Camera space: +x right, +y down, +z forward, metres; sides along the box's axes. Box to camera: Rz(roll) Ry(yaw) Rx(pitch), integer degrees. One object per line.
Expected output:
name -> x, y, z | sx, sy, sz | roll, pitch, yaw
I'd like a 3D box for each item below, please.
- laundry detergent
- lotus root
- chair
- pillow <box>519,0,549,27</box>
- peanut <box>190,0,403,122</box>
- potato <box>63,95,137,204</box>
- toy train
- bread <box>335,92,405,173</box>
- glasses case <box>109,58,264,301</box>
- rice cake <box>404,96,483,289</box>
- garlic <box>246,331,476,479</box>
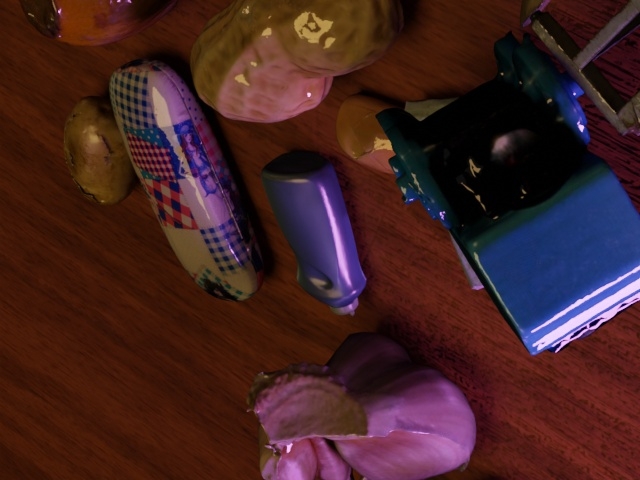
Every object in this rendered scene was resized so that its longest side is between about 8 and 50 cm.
laundry detergent -> 0.001, -0.001, 2.134 | 0.097, 0.061, 0.206 | 3, 124, 39
lotus root -> -0.265, -0.315, 2.072 | 0.199, 0.180, 0.188 | 46, 149, 10
chair -> 0.327, -0.144, 1.543 | 0.270, 0.136, 0.147 | 49, 147, 4
pillow -> 0.221, -0.280, 1.585 | 0.033, 0.130, 0.217 | 15, 151, -14
peanut -> -0.029, -0.211, 1.925 | 0.147, 0.147, 0.305 | 54, 142, -1
potato -> -0.281, -0.111, 2.360 | 0.107, 0.080, 0.170 | 30, 140, 11
toy train -> 0.183, -0.040, 1.688 | 0.265, 0.188, 0.300 | 58, -177, -8
bread -> 0.062, -0.108, 1.966 | 0.115, 0.056, 0.082 | 28, 139, 34
glasses case -> -0.161, -0.071, 2.251 | 0.125, 0.076, 0.327 | 2, 122, 48
rice cake -> 0.156, -0.048, 1.919 | 0.085, 0.040, 0.226 | 3, 122, 49
garlic -> 0.047, 0.226, 2.141 | 0.210, 0.237, 0.292 | 43, -177, 32
